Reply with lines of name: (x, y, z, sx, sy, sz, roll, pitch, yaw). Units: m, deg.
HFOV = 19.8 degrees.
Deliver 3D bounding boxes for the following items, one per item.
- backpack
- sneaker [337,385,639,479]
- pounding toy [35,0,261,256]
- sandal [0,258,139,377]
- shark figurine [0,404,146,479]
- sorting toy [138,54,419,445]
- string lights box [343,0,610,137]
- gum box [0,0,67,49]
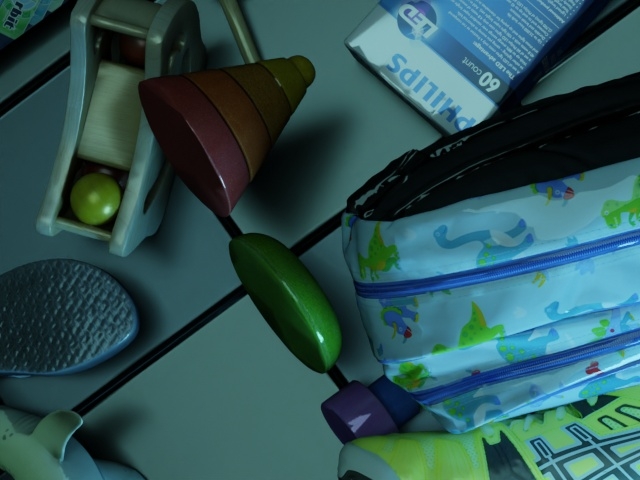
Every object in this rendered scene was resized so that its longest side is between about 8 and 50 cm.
backpack: (0.194, -0.003, 1.349, 0.355, 0.290, 0.273, -3, 105, -5)
sneaker: (0.205, 0.167, 1.417, 0.384, 0.145, 0.147, 3, 88, -2)
pounding toy: (-0.121, -0.116, 1.472, 0.155, 0.154, 0.269, 16, 89, 9)
sandal: (-0.267, 0.079, 1.537, 0.254, 0.054, 0.097, -14, 77, 17)
shark figurine: (-0.180, 0.237, 1.488, 0.166, 0.116, 0.278, -35, 71, 38)
sorting toy: (0.000, 0.000, 1.428, 0.126, 0.127, 0.365, -36, 112, -15)
string lights box: (0.155, -0.209, 1.477, 0.133, 0.077, 0.260, 43, 93, 9)
gum box: (-0.294, -0.255, 1.522, 0.157, 0.041, 0.184, -36, 111, 4)
